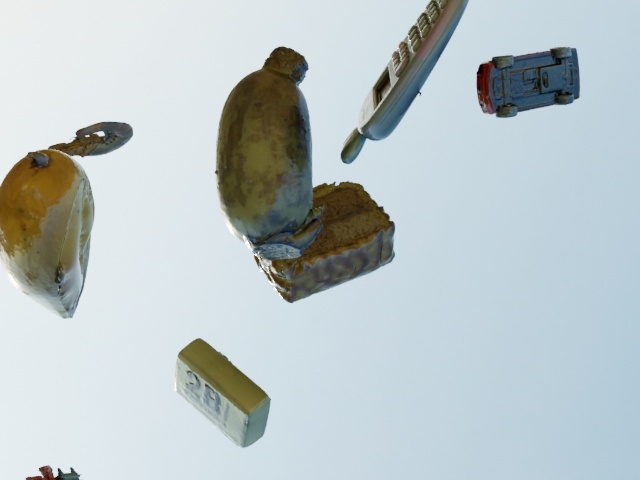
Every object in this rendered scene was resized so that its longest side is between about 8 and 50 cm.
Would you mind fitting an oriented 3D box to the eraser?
[{"bbox_3d":[-0.164,0.254,2.039,0.172,0.117,0.058,38,-130,22],"label":"eraser"}]

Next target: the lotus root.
[{"bbox_3d":[-0.075,-0.129,1.784,0.173,0.173,0.309,-11,-108,41],"label":"lotus root"}]

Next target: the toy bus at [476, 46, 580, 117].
[{"bbox_3d":[0.274,-0.220,1.705,0.195,0.081,0.089,-16,-165,-40],"label":"toy bus"}]

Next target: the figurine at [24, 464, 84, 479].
[{"bbox_3d":[-0.344,0.374,1.656,0.068,0.075,0.140,-39,-123,27],"label":"figurine"}]

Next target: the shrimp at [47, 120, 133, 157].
[{"bbox_3d":[-0.415,-0.180,2.231,0.162,0.045,0.095,-13,171,-21],"label":"shrimp"}]

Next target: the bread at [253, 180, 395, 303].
[{"bbox_3d":[0.000,0.000,1.967,0.222,0.096,0.181,-21,-140,-22],"label":"bread"}]

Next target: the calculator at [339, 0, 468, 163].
[{"bbox_3d":[0.116,-0.230,1.689,0.299,0.041,0.185,-57,-170,16],"label":"calculator"}]

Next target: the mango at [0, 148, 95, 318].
[{"bbox_3d":[-0.208,-0.003,0.949,0.066,0.187,0.101,8,-123,4],"label":"mango"}]
